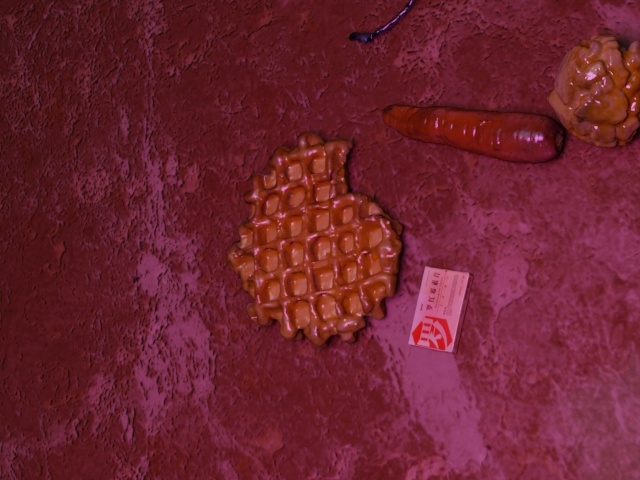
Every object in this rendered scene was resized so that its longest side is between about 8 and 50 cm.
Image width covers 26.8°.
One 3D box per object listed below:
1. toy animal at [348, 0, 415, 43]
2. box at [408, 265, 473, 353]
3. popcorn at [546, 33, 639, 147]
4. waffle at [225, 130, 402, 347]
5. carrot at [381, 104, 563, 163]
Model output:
[{"bbox_3d":[0.116,-0.349,1.636,0.079,0.070,0.252,-134,62,-66],"label":"toy animal"},{"bbox_3d":[0.136,0.079,1.527,0.058,0.015,0.093,8,81,33],"label":"box"},{"bbox_3d":[0.304,-0.162,1.450,0.116,0.120,0.106,-36,19,-10],"label":"popcorn"},{"bbox_3d":[0.000,0.000,1.606,0.253,0.056,0.249,25,91,35],"label":"waffle"},{"bbox_3d":[0.167,-0.128,1.545,0.248,0.059,0.059,12,83,35],"label":"carrot"}]
